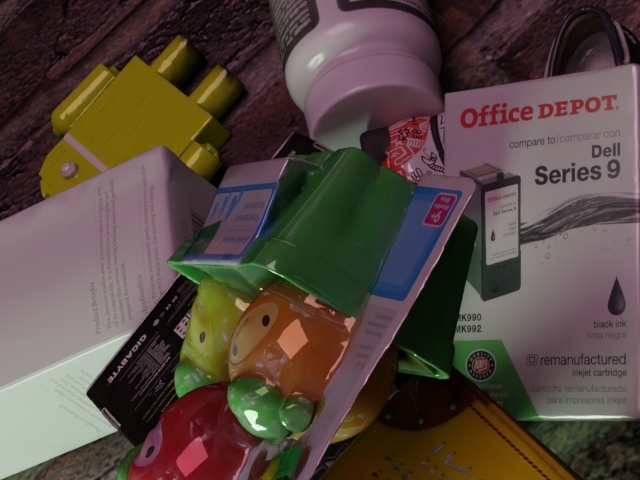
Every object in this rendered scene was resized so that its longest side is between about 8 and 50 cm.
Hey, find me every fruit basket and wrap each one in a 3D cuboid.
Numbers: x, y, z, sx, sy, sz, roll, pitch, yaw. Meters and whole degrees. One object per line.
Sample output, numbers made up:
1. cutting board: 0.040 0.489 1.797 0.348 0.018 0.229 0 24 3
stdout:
1. fruit basket: -0.055 0.103 1.237 0.353 0.165 0.327 -55 17 -12

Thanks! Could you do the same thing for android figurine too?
1. android figurine: -0.210 -0.101 2.002 0.273 0.056 0.248 -47 48 -2

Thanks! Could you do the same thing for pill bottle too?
1. pill bottle: 0.034 -0.218 1.841 0.161 0.161 0.283 -25 52 18

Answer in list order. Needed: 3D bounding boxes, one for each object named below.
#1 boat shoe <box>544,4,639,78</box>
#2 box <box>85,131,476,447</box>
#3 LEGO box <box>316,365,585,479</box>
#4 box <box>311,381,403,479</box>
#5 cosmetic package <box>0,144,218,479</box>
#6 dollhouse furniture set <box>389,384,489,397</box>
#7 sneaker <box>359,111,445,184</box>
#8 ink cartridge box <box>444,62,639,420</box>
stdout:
1. boat shoe: 0.246 -0.076 1.661 0.114 0.091 0.302 -15 56 26
2. box: -0.045 0.073 1.587 0.322 0.079 0.257 -52 32 -4
3. LEGO box: 0.239 0.349 1.224 0.193 0.372 0.500 -47 48 0
4. box: -0.004 0.232 1.607 0.163 0.142 0.247 32 82 43
5. cosmetic package: -0.272 0.088 1.863 0.385 0.156 0.217 -23 52 21
6. dollhouse furniture set: 0.054 0.140 1.453 0.129 0.129 0.183 -37 84 -11
7. sneaker: 0.136 -0.002 1.690 0.145 0.090 0.270 -16 66 4
8. ink cartridge box: 0.215 0.008 1.531 0.211 0.121 0.289 -5 82 43
